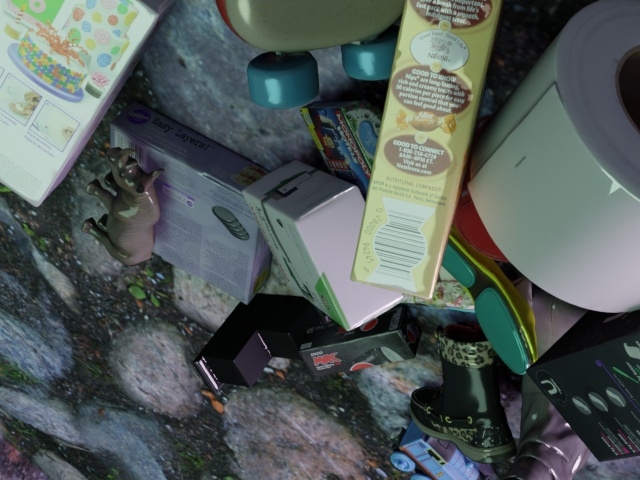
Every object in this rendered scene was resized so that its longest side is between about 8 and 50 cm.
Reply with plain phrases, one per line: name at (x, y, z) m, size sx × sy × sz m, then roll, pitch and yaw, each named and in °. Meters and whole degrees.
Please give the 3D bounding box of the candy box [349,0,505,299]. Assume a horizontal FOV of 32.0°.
candy box at (0.109, -0.126, 1.070) m, size 0.087 × 0.183 × 0.316 m, roll 14°, pitch 115°, yaw 6°

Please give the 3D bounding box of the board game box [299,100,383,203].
board game box at (0.071, -0.081, 1.301) m, size 0.194 × 0.060 × 0.194 m, roll 63°, pitch 164°, yaw -16°

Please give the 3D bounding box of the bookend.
bookend at (-0.081, 0.160, 1.686) m, size 0.157 × 0.156 × 0.072 m, roll 1°, pitch 131°, yaw 39°

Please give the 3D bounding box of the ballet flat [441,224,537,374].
ballet flat at (0.206, 0.048, 1.336) m, size 0.231 × 0.077 × 0.077 m, roll 55°, pitch 153°, yaw 13°

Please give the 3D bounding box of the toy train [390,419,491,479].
toy train at (0.190, 0.351, 1.739) m, size 0.184 × 0.080 × 0.105 m, roll 46°, pitch 138°, yaw -11°

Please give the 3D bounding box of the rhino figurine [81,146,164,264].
rhino figurine at (-0.271, -0.052, 1.569) m, size 0.106 × 0.073 × 0.243 m, roll 36°, pitch 144°, yaw 11°

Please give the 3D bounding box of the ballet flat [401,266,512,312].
ballet flat at (0.143, 0.045, 1.433) m, size 0.241 × 0.091 × 0.077 m, roll 4°, pitch 112°, yaw 33°

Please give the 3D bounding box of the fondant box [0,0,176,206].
fondant box at (-0.365, -0.240, 1.400) m, size 0.238 × 0.096 × 0.330 m, roll 36°, pitch 119°, yaw -6°

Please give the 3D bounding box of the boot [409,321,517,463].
boot at (0.189, 0.193, 1.559) m, size 0.236 × 0.085 × 0.179 m, roll -156°, pitch 54°, yaw -65°

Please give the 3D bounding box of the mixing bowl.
mixing bowl at (0.214, -0.041, 1.256) m, size 0.181 × 0.098 × 0.181 m, roll 22°, pitch 142°, yaw 18°

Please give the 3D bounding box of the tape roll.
tape roll at (0.283, -0.077, 1.029) m, size 0.246 × 0.246 × 0.169 m, roll 37°, pitch 145°, yaw 1°

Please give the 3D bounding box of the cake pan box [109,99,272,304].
cake pan box at (-0.190, -0.052, 1.619) m, size 0.267 × 0.070 × 0.246 m, roll 27°, pitch 141°, yaw 14°

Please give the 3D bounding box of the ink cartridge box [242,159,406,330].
ink cartridge box at (0.000, 0.000, 1.396) m, size 0.160 × 0.092 × 0.219 m, roll 64°, pitch 167°, yaw -20°

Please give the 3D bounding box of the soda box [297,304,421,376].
soda box at (0.056, 0.147, 1.603) m, size 0.169 × 0.053 × 0.060 m, roll -15°, pitch 122°, yaw 29°

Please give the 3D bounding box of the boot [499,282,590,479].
boot at (0.284, 0.228, 1.390) m, size 0.118 × 0.223 × 0.338 m, roll 12°, pitch 138°, yaw 32°

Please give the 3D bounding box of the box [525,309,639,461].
box at (0.367, 0.122, 1.183) m, size 0.143 × 0.165 × 0.270 m, roll 51°, pitch 158°, yaw 2°

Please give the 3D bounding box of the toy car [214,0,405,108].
toy car at (-0.038, -0.289, 1.163) m, size 0.238 × 0.210 × 0.219 m, roll 40°, pitch 144°, yaw 51°
